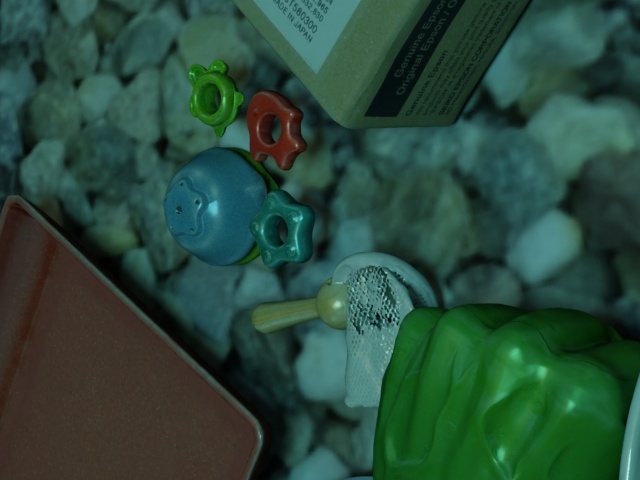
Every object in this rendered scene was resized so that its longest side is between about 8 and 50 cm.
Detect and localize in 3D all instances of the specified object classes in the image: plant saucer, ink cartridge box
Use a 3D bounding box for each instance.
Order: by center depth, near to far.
[{"bbox_3d":[0.017,-0.200,0.835,0.235,0.088,0.193,50,126,30],"label":"ink cartridge box"},{"bbox_3d":[-0.138,0.142,1.044,0.259,0.047,0.258,39,119,34],"label":"plant saucer"}]

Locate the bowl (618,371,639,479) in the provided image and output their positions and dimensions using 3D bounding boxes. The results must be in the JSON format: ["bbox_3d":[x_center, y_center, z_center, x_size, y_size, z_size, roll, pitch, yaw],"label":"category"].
[{"bbox_3d":[0.241,0.092,0.570,0.297,0.134,0.298,0,83,3],"label":"bowl"}]

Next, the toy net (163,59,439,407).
[{"bbox_3d":[0.000,0.000,0.902,0.232,0.045,0.122,38,117,34],"label":"toy net"}]

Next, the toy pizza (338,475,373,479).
[{"bbox_3d":[0.040,0.222,0.887,0.201,0.032,0.201,3,94,44],"label":"toy pizza"}]

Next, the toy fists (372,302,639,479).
[{"bbox_3d":[0.140,0.118,0.736,0.279,0.096,0.142,29,122,35],"label":"toy fists"}]
